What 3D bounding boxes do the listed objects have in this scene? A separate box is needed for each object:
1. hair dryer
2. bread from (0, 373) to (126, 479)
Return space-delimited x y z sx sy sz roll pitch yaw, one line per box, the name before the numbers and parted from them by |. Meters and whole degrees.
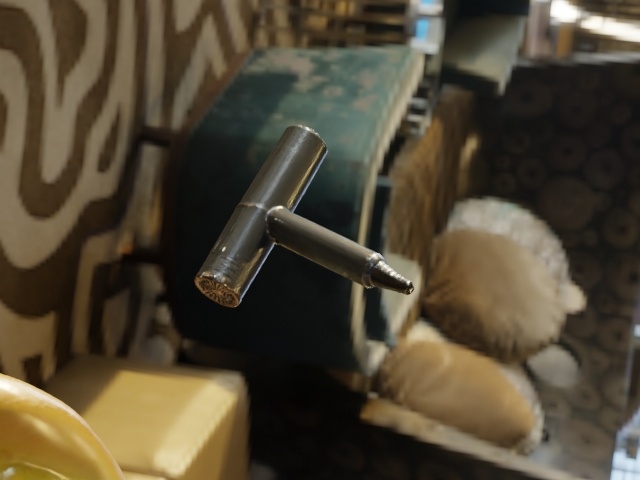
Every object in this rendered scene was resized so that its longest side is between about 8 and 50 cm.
hair dryer | 0.011 -0.011 1.189 0.173 0.195 0.050 -63 145 -23
bread | -0.269 0.262 1.092 0.270 0.211 0.316 -37 136 -26
